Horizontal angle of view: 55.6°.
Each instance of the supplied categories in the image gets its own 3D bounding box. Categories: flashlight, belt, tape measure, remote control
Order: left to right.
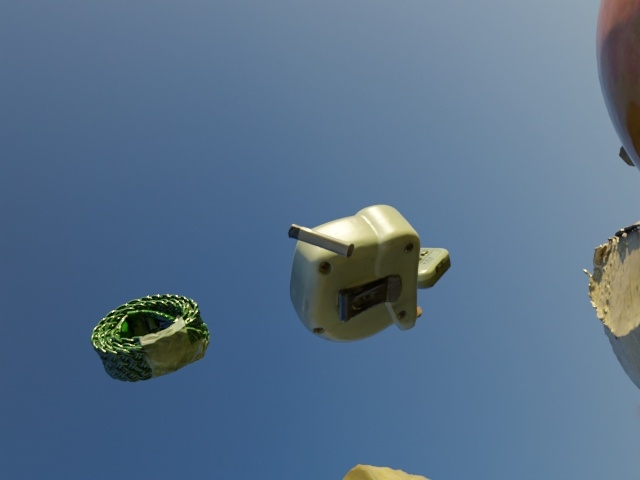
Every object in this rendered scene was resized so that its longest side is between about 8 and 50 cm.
[{"bbox_3d":[-0.217,0.133,0.799,0.121,0.151,0.079,-83,-19,-59],"label":"belt"},{"bbox_3d":[0.000,0.000,0.736,0.018,0.083,0.019,12,-84,-65],"label":"flashlight"},{"bbox_3d":[0.072,0.075,1.066,0.246,0.125,0.243,-19,-49,-16],"label":"tape measure"},{"bbox_3d":[0.124,0.064,1.369,0.128,0.335,0.066,-40,-60,-43],"label":"remote control"}]

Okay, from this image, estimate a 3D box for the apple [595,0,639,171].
[{"bbox_3d":[0.424,-0.168,0.512,0.363,0.363,0.364,6,-98,-47],"label":"apple"}]

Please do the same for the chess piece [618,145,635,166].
[{"bbox_3d":[0.549,-0.190,0.843,0.300,0.137,0.138,-12,-84,-13],"label":"chess piece"}]

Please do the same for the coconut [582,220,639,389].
[{"bbox_3d":[0.580,0.104,0.851,0.346,0.346,0.361,-19,-105,-47],"label":"coconut"}]

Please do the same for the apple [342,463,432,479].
[{"bbox_3d":[0.035,0.342,0.459,0.309,0.252,0.314,-57,-9,8],"label":"apple"}]
